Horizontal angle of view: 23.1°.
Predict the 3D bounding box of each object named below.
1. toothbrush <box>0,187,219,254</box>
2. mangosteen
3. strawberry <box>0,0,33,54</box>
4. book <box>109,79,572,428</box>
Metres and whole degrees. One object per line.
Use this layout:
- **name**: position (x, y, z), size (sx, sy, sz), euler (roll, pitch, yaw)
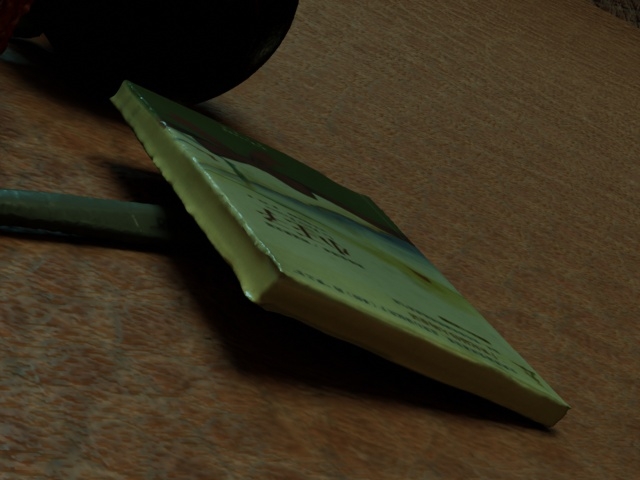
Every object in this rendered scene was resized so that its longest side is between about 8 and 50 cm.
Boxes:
- **toothbrush**: position (-0.153, -0.017, 0.789), size (0.297, 0.030, 0.030), euler (8, 46, -43)
- **mangosteen**: position (-0.120, -0.193, 1.105), size (0.216, 0.216, 0.216), euler (20, 17, -6)
- **strawberry**: position (-0.263, -0.200, 0.892), size (0.257, 0.257, 0.277), euler (26, -13, 14)
- **book**: position (0.000, 0.000, 0.878), size (0.201, 0.026, 0.289), euler (26, 12, -31)
